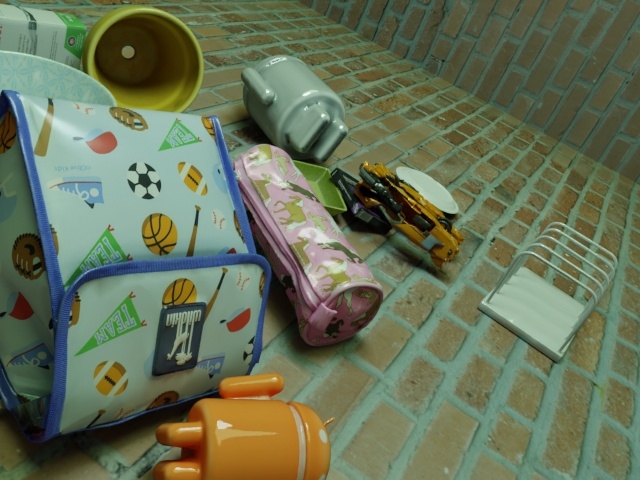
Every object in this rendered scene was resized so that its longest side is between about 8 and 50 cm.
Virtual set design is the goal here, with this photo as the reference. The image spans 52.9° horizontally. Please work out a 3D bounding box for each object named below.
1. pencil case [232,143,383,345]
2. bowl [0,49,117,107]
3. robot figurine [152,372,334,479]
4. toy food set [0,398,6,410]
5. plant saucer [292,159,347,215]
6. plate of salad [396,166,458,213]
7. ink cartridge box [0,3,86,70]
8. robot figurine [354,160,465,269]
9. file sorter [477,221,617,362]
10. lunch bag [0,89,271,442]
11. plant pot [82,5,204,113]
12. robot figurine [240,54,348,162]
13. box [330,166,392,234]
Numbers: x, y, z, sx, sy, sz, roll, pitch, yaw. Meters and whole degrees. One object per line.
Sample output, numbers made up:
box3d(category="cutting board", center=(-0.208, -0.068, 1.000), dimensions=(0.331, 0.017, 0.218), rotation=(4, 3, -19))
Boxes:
box3d(category="pencil case", center=(-0.040, 0.002, 1.133), dimensions=(0.167, 0.160, 0.386), rotation=(-19, 54, -22))
box3d(category="bowl", center=(-0.524, -0.204, 1.143), dimensions=(0.290, 0.156, 0.289), rotation=(18, 31, -11))
box3d(category="robot figurine", center=(-0.082, 0.251, 0.766), dimensions=(0.220, 0.128, 0.158), rotation=(9, 33, -25))
box3d(category="toy food set", center=(-0.429, 0.146, 0.786), dimensions=(0.133, 0.038, 0.192), rotation=(-15, 54, -39))
box3d(category="plant saucer", center=(-0.052, -0.119, 1.458), dimensions=(0.188, 0.045, 0.188), rotation=(11, 32, -22))
box3d(category="plate of salad", center=(0.279, -0.128, 1.710), dimensions=(0.200, 0.048, 0.199), rotation=(28, 26, -15))
box3d(category="ink cartridge box", center=(-0.642, -0.426, 1.414), dimensions=(0.209, 0.153, 0.087), rotation=(-7, 42, -44))
box3d(category="robot figurine", center=(0.192, -0.067, 1.442), dimensions=(0.291, 0.085, 0.211), rotation=(41, 19, 6))
box3d(category="file sorter", center=(0.509, 0.093, 1.399), dimensions=(0.193, 0.173, 0.278), rotation=(36, 32, 19))
box3d(category="lunch bag", center=(-0.250, 0.028, 0.827), dimensions=(0.328, 0.239, 0.385), rotation=(-4, 76, -51))
box3d(category="plant pot", center=(-0.426, -0.418, 1.488), dimensions=(0.254, 0.253, 0.239), rotation=(4, 21, -31))
box3d(category="robot figurine", center=(-0.073, -0.344, 1.643), dimensions=(0.300, 0.199, 0.353), rotation=(27, 19, -47))
box3d(category="box", center=(0.094, -0.093, 1.491), dimensions=(0.116, 0.029, 0.162), rotation=(27, 25, -42))
